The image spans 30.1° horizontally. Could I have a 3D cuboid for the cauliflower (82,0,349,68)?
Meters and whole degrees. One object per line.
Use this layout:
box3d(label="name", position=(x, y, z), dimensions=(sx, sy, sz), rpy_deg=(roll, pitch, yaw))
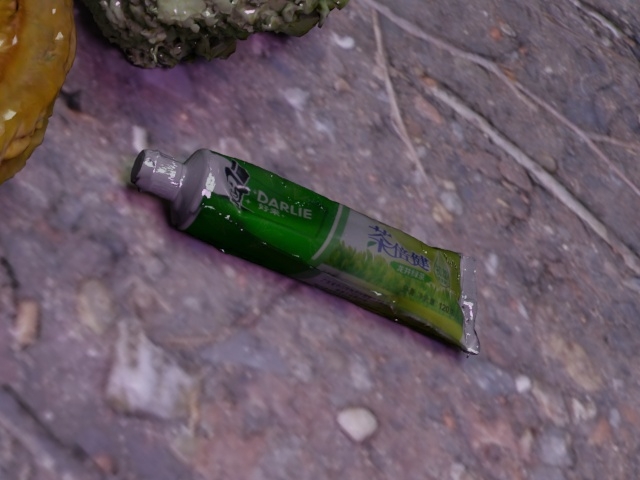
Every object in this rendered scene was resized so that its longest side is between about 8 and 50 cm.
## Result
box3d(label="cauliflower", position=(-0.027, -0.221, 0.747), dimensions=(0.250, 0.275, 0.272), rpy_deg=(55, 20, -59))

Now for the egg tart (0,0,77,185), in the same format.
box3d(label="egg tart", position=(-0.258, -0.119, 0.557), dimensions=(0.294, 0.123, 0.294), rpy_deg=(17, 52, -23))

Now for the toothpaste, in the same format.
box3d(label="toothpaste", position=(0.000, 0.000, 0.723), dimensions=(0.248, 0.047, 0.078), rpy_deg=(23, 50, -25))
